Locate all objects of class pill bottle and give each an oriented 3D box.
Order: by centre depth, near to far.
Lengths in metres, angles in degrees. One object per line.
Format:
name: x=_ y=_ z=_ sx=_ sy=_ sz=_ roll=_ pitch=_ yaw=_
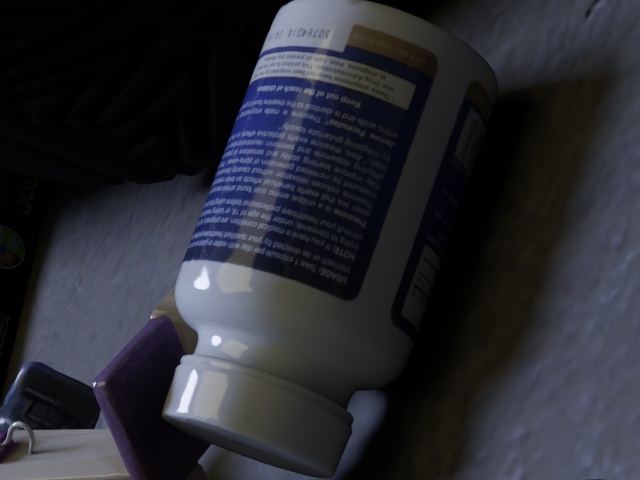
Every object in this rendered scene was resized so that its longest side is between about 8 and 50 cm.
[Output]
pill bottle: x=0.000 y=0.000 z=0.541 sx=0.067 sy=0.067 sz=0.120 roll=-6 pitch=62 yaw=62

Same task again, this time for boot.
boot: x=-0.014 y=-0.189 z=0.674 sx=0.348 sy=0.131 sz=0.260 roll=-33 pitch=41 yaw=41

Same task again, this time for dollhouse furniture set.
dollhouse furniture set: x=-0.053 y=0.051 z=0.601 sx=0.081 sy=0.091 sz=0.114 roll=-5 pitch=27 yaw=31

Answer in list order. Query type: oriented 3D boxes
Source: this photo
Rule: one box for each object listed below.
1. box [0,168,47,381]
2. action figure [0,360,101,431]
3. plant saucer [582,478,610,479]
box: x=-0.173 y=0.043 z=0.879 sx=0.114 sy=0.036 sz=0.207 roll=-36 pitch=37 yaw=46
action figure: x=-0.219 y=0.165 z=0.625 sx=0.341 sy=0.178 sz=0.330 roll=-62 pitch=-7 yaw=10
plant saucer: x=-0.041 y=0.144 z=0.367 sx=0.278 sy=0.041 sz=0.278 roll=-39 pitch=-1 yaw=-1
